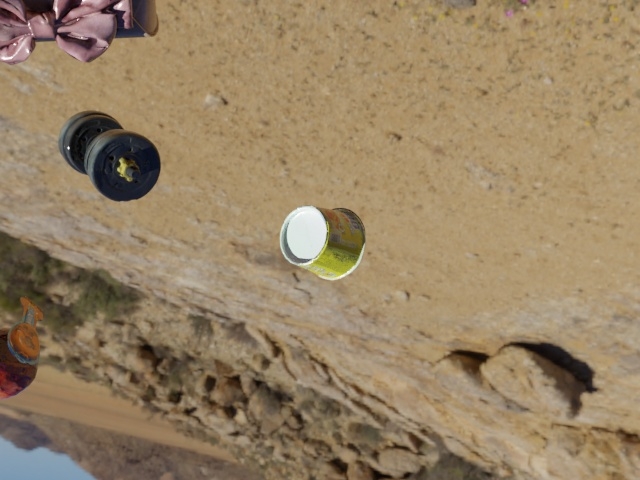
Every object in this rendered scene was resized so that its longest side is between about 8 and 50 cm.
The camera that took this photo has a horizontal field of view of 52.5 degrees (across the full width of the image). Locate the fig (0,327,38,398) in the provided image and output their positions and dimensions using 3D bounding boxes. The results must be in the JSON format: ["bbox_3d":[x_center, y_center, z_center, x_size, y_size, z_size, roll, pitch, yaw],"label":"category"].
[{"bbox_3d":[-0.577,0.206,1.160,0.128,0.128,0.150,-1,125,29],"label":"fig"}]

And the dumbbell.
[{"bbox_3d":[-0.557,-0.226,1.704,0.185,0.185,0.388,29,-178,-42],"label":"dumbbell"}]

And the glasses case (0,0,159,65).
[{"bbox_3d":[-0.227,-0.194,0.539,0.194,0.070,0.102,-10,171,-20],"label":"glasses case"}]

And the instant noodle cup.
[{"bbox_3d":[0.000,0.000,1.723,0.205,0.204,0.153,-4,170,35],"label":"instant noodle cup"}]

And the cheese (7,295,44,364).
[{"bbox_3d":[-0.343,0.106,0.759,0.017,0.111,0.047,-31,124,3],"label":"cheese"}]
